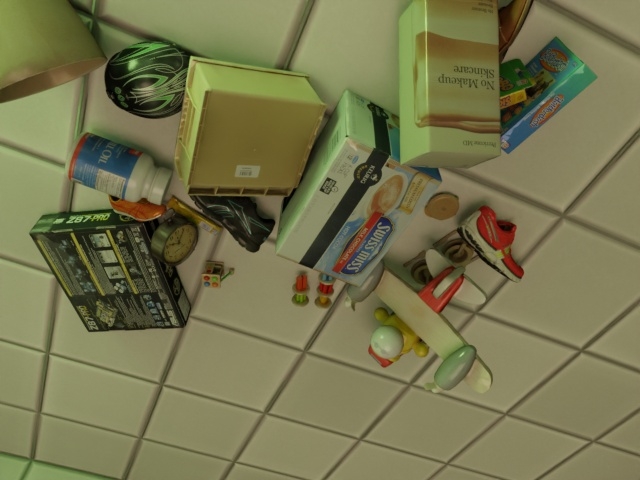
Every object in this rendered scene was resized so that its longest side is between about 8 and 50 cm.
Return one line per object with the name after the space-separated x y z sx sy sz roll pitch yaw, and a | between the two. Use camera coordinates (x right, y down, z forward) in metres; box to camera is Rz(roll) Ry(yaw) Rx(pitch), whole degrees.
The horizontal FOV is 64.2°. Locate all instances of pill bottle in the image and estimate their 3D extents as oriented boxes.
-0.476 -0.165 1.224 0.221 0.124 0.124 20 127 -13 | pill bottle

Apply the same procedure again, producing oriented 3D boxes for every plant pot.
-0.592 -0.433 0.968 0.256 0.256 0.274 -17 108 16 | plant pot

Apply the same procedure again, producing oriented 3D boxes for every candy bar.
-0.335 -0.062 1.364 0.161 0.018 0.040 33 126 -22 | candy bar

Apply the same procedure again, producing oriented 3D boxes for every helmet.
-0.345 -0.336 1.069 0.161 0.169 0.169 5 130 21 | helmet

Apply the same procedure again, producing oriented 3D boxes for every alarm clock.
-0.385 -0.013 1.333 0.064 0.129 0.192 30 141 19 | alarm clock

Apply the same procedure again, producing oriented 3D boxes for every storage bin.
-0.157 -0.227 1.097 0.262 0.123 0.260 -2 134 -30 | storage bin

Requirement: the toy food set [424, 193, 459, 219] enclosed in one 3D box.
0.315 -0.086 1.310 0.082 0.020 0.083 13 127 -8 | toy food set

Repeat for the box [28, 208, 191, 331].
-0.578 0.096 1.454 0.318 0.097 0.395 -6 128 5 | box

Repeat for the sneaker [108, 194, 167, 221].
-0.469 -0.093 1.293 0.175 0.064 0.067 10 134 19 | sneaker

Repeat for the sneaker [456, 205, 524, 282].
0.474 0.011 1.331 0.118 0.107 0.279 -48 125 4 | sneaker

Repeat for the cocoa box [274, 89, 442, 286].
0.074 -0.110 1.169 0.228 0.231 0.347 23 126 -16 | cocoa box

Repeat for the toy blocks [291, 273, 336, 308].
-0.019 0.126 1.473 0.123 0.054 0.148 6 128 -2 | toy blocks

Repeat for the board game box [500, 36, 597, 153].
0.435 -0.298 1.048 0.047 0.160 0.210 32 124 -21 | board game box

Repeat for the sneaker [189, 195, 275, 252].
-0.231 -0.087 1.309 0.106 0.101 0.267 -44 116 6 | sneaker

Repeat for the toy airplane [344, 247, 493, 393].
0.244 0.211 1.346 0.386 0.272 0.384 4 116 44 | toy airplane

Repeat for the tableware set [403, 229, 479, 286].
0.339 0.068 1.418 0.128 0.039 0.194 39 120 -24 | tableware set

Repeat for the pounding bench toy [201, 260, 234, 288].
-0.293 0.101 1.461 0.083 0.065 0.052 5 128 -1 | pounding bench toy

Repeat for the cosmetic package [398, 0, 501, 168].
0.237 -0.293 0.953 0.153 0.129 0.296 -1 88 -14 | cosmetic package

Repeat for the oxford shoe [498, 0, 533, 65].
0.347 -0.414 0.980 0.076 0.076 0.212 29 154 5 | oxford shoe

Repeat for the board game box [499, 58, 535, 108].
0.307 -0.298 1.077 0.259 0.124 0.039 -20 131 18 | board game box
